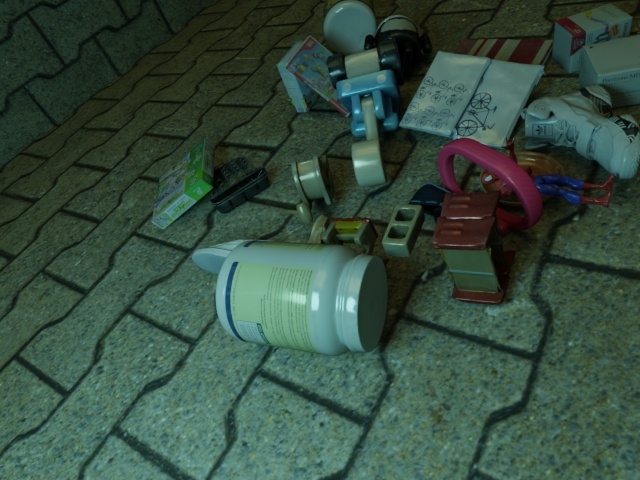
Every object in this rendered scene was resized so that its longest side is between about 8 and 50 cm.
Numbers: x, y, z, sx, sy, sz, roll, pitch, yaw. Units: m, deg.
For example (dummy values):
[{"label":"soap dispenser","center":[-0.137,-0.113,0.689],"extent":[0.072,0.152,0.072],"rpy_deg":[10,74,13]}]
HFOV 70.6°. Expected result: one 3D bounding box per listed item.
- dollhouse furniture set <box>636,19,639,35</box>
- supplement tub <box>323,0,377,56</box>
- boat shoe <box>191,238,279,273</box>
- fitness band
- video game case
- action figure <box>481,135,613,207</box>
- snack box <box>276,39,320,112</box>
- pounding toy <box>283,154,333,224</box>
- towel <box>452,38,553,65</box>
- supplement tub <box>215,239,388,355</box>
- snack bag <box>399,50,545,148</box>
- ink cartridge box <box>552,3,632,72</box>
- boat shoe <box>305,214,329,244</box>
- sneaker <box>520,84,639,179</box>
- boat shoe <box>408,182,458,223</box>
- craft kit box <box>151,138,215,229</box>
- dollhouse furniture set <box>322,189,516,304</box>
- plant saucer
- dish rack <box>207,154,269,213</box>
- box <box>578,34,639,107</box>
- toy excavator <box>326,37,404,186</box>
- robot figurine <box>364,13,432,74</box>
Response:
[{"label":"dollhouse furniture set","center":[0.999,-0.590,1.274],"extent":[0.161,0.182,0.101],"rpy_deg":[23,60,38]},{"label":"supplement tub","center":[0.125,-0.979,1.979],"extent":[0.228,0.228,0.316],"rpy_deg":[-11,45,13]},{"label":"boat shoe","center":[-0.229,0.040,1.266],"extent":[0.258,0.095,0.084],"rpy_deg":[3,45,11]},{"label":"fitness band","center":[0.393,-0.129,1.069],"extent":[0.054,0.209,0.291],"rpy_deg":[-33,45,-11]},{"label":"video game case","center":[0.028,-0.606,1.663],"extent":[0.025,0.285,0.204],"rpy_deg":[-37,21,55]},{"label":"action figure","center":[0.517,-0.158,1.051],"extent":[0.280,0.139,0.091],"rpy_deg":[8,51,32]},{"label":"snack box","center":[-0.069,-0.630,1.742],"extent":[0.070,0.207,0.174],"rpy_deg":[6,52,31]},{"label":"pounding toy","center":[-0.054,-0.167,1.299],"extent":[0.155,0.154,0.269],"rpy_deg":[-13,28,11]},{"label":"towel","center":[0.625,-0.644,1.591],"extent":[0.329,0.037,0.237],"rpy_deg":[16,54,32]},{"label":"supplement tub","center":[-0.036,0.122,0.991],"extent":[0.325,0.235,0.235],"rpy_deg":[3,50,25]},{"label":"snack bag","center":[0.459,-0.438,1.383],"extent":[0.343,0.037,0.323],"rpy_deg":[23,75,28]},{"label":"ink cartridge box","center":[0.848,-0.635,1.419],"extent":[0.176,0.128,0.127],"rpy_deg":[-16,45,8]},{"label":"boat shoe","center":[0.000,0.000,1.225],"extent":[0.059,0.063,0.170],"rpy_deg":[12,52,13]},{"label":"sneaker","center":[0.645,-0.266,1.149],"extent":[0.210,0.137,0.365],"rpy_deg":[-7,41,15]},{"label":"boat shoe","center":[0.323,-0.061,1.130],"extent":[0.089,0.109,0.258],"rpy_deg":[-40,29,-7]},{"label":"craft kit box","center":[-0.465,-0.195,1.544],"extent":[0.250,0.061,0.246],"rpy_deg":[-35,43,20]},{"label":"dollhouse furniture set","center":[0.222,0.011,1.026],"extent":[0.374,0.201,0.152],"rpy_deg":[3,50,33]},{"label":"plant saucer","center":[0.516,-0.154,1.166],"extent":[0.200,0.037,0.200],"rpy_deg":[-12,46,13]},{"label":"dish rack","center":[-0.307,-0.210,1.539],"extent":[0.208,0.074,0.271],"rpy_deg":[-33,44,-11]},{"label":"box","center":[0.851,-0.475,1.272],"extent":[0.181,0.119,0.182],"rpy_deg":[-6,47,19]},{"label":"toy excavator","center":[0.165,-0.388,1.421],"extent":[0.222,0.445,0.433],"rpy_deg":[-10,1,15]},{"label":"robot figurine","center":[0.293,-0.745,1.722],"extent":[0.173,0.209,0.278],"rpy_deg":[-40,32,38]}]
